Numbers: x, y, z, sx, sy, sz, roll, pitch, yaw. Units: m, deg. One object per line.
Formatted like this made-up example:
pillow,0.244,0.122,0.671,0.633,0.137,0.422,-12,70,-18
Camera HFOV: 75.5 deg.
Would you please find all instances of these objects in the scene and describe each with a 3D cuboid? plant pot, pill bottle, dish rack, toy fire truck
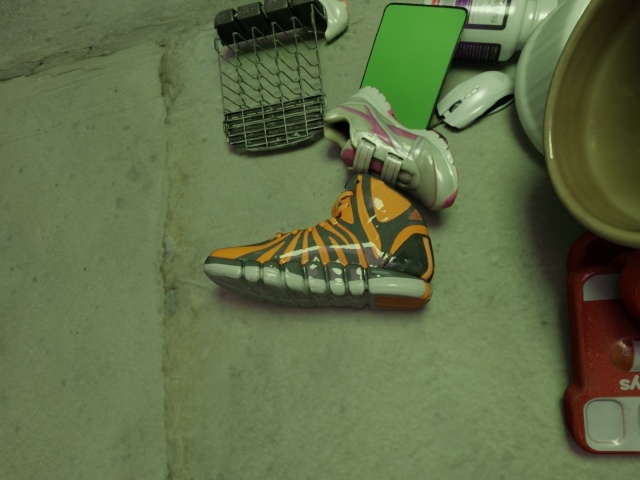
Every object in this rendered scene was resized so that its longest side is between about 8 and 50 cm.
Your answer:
plant pot,0.378,-0.118,0.353,0.229,0.263,0.263,2,69,-11
pill bottle,0.263,-0.348,0.664,0.193,0.108,0.108,12,74,17
dish rack,-0.084,-0.294,0.734,0.208,0.074,0.272,-7,87,13
toy fire truck,0.428,0.108,0.450,0.301,0.169,0.254,-5,96,10

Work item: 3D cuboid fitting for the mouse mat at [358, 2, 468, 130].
mouse mat,0.135,-0.276,0.659,0.152,0.007,0.190,28,107,35

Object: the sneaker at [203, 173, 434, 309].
sneaker,0.000,0.000,0.606,0.320,0.125,0.180,4,67,3

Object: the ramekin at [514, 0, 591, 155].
ramekin,0.411,-0.221,0.522,0.277,0.135,0.278,0,91,7

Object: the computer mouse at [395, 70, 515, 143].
computer mouse,0.226,-0.220,0.662,0.193,0.042,0.106,-31,66,1

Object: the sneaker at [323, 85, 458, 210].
sneaker,0.092,-0.125,0.616,0.111,0.103,0.252,-28,57,-21

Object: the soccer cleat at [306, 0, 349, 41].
soccer cleat,-0.031,-0.455,0.797,0.196,0.068,0.076,40,86,20
